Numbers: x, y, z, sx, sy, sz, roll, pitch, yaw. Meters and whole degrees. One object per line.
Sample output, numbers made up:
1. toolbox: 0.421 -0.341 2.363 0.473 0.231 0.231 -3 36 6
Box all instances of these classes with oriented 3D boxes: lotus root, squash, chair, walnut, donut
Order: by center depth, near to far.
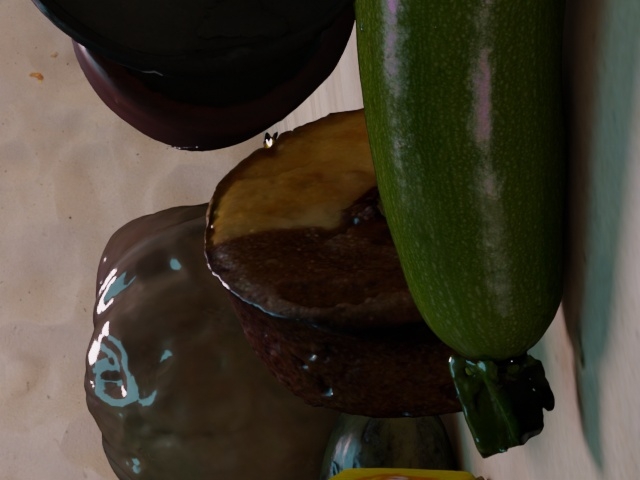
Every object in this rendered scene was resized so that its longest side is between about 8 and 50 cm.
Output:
1. squash: 0.048 -0.064 0.457 0.080 0.071 0.318 -104 8 -53
2. donut: 0.019 0.014 0.703 0.217 0.141 0.085 -95 -7 -58
3. lotus root: 0.041 0.170 0.859 0.080 0.089 0.179 -32 -55 -50
4. chair: -0.076 -0.187 0.899 0.401 0.226 0.227 147 116 -85
5. walnut: -0.046 0.082 0.975 0.248 0.248 0.248 173 90 -86

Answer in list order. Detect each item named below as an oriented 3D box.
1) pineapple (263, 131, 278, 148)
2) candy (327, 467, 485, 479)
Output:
1. pineapple: 0.000 0.000 1.233 0.225 0.076 0.225 170 90 -85
2. candy: 0.030 0.263 0.700 0.146 0.088 0.276 -12 -81 -69
